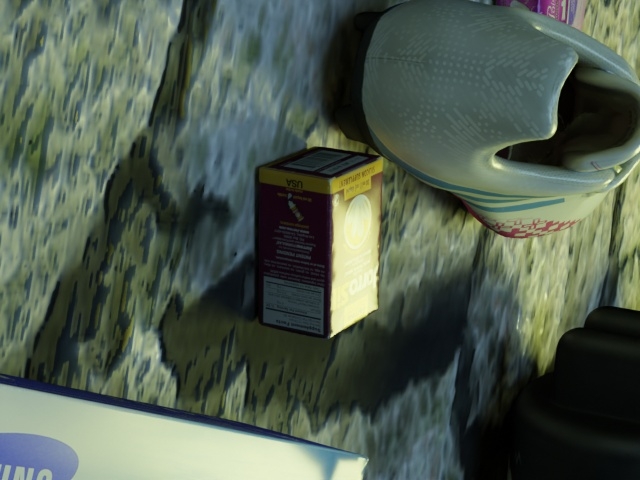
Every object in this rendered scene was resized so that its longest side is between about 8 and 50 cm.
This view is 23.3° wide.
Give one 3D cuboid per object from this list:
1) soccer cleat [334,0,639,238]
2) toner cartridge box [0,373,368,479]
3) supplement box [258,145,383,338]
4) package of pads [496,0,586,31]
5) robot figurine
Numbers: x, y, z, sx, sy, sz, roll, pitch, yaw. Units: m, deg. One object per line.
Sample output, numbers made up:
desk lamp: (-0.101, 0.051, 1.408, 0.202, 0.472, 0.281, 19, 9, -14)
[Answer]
soccer cleat: (0.137, -0.056, 0.892, 0.331, 0.143, 0.116, 11, 90, -60)
toner cartridge box: (-0.106, 0.141, 0.611, 0.348, 0.075, 0.165, 23, 79, -59)
supplement box: (0.000, 0.000, 0.777, 0.055, 0.043, 0.083, -28, 124, -55)
package of pads: (0.140, -0.151, 0.979, 0.083, 0.032, 0.050, -21, 115, -56)
robot figurine: (0.210, 0.190, 1.078, 0.209, 0.173, 0.278, -5, 107, -23)
